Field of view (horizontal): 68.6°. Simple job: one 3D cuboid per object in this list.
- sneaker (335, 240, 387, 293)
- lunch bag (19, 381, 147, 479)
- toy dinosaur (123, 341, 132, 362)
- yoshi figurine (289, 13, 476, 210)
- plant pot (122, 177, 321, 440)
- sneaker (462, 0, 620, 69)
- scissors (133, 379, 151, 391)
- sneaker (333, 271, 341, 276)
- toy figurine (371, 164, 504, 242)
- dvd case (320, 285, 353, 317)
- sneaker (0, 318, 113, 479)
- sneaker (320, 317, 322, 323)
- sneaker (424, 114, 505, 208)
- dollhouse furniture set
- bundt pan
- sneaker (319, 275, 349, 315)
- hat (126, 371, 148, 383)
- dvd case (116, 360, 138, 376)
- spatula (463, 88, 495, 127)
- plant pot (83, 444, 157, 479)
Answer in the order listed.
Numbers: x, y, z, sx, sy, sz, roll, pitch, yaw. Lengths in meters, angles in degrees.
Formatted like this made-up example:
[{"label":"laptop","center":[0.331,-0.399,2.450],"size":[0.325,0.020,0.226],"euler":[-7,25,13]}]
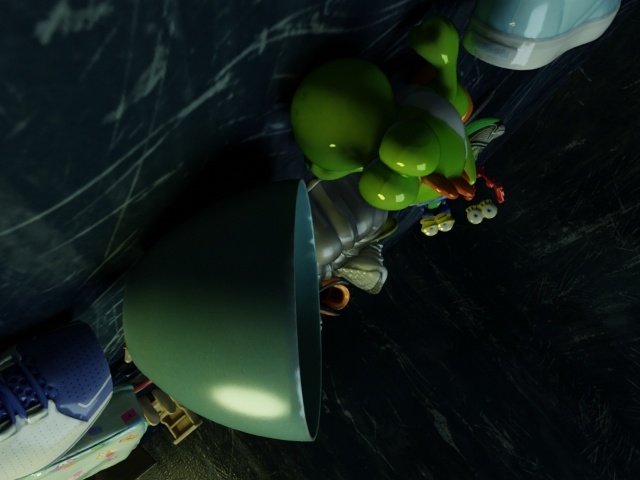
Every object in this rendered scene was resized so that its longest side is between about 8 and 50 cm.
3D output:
[{"label":"sneaker","center":[0.094,0.038,1.111],"size":[0.129,0.111,0.297],"euler":[-53,-166,-1]},{"label":"lunch bag","center":[-0.457,0.373,0.860],"size":[0.223,0.108,0.279],"euler":[-11,151,-42]},{"label":"toy dinosaur","center":[-0.255,0.129,0.761],"size":[0.211,0.064,0.112],"euler":[-32,-170,9]},{"label":"yoshi figurine","center":[0.077,-0.146,0.550],"size":[0.202,0.204,0.362],"euler":[-1,-161,17]},{"label":"plant pot","center":[-0.106,0.081,0.549],"size":[0.195,0.291,0.290],"euler":[-4,171,4]},{"label":"sneaker","center":[0.308,-0.330,0.565],"size":[0.366,0.135,0.150],"euler":[-44,159,-37]},{"label":"scissors","center":[-0.369,0.307,1.120],"size":[0.297,0.021,0.109],"euler":[-31,173,-30]},{"label":"sneaker","center":[0.099,-0.013,1.313],"size":[0.240,0.091,0.126],"euler":[-56,154,-19]},{"label":"toy figurine","center":[0.193,-0.146,1.021],"size":[0.362,0.217,0.191],"euler":[-15,-140,16]},{"label":"dvd case","center":[-0.058,0.165,1.299],"size":[0.252,0.022,0.180],"euler":[-1,-162,38]},{"label":"sneaker","center":[-0.340,0.180,0.414],"size":[0.315,0.128,0.182],"euler":[-31,169,-35]},{"label":"sneaker","center":[-0.123,0.206,1.119],"size":[0.278,0.108,0.118],"euler":[-5,155,37]},{"label":"sneaker","center":[0.387,-0.217,1.319],"size":[0.343,0.146,0.134],"euler":[-40,170,-5]},{"label":"dollhouse furniture set","center":[-0.505,0.566,1.431],"size":[0.212,0.161,0.242],"euler":[-43,170,17]},{"label":"bundt pan","center":[0.000,0.000,0.904],"size":[0.330,0.124,0.331],"euler":[-38,171,-7]},{"label":"sneaker","center":[-0.006,0.123,1.182],"size":[0.321,0.179,0.125],"euler":[-15,119,-70]},{"label":"hat","center":[-0.228,0.229,0.980],"size":[0.331,0.134,0.331],"euler":[-41,176,-3]},{"label":"dvd case","center":[-0.345,0.226,0.941],"size":[0.119,0.013,0.087],"euler":[-38,170,-24]},{"label":"spatula","center":[0.329,-0.271,1.191],"size":[0.296,0.030,0.084],"euler":[-42,167,11]},{"label":"plant pot","center":[-0.712,0.782,1.610],"size":[0.188,0.167,0.187],"euler":[-48,167,35]}]
